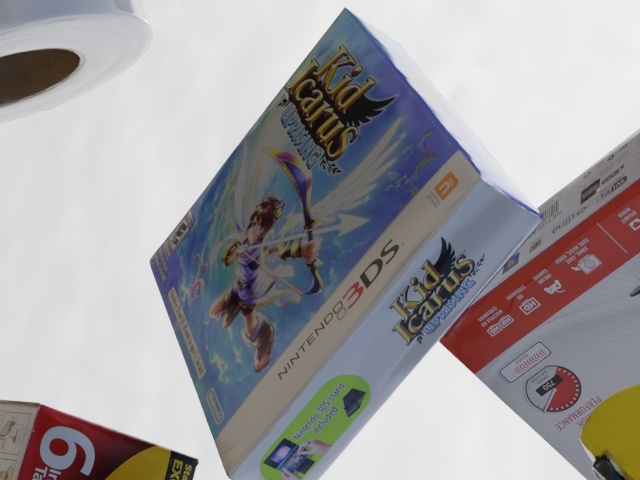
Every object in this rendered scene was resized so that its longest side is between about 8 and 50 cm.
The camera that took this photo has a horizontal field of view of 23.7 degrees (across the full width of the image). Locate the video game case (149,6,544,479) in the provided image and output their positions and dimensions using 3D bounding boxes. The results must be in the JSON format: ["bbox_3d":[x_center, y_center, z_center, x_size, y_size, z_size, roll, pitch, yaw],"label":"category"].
[{"bbox_3d":[0.000,0.000,1.016,0.244,0.061,0.269,-50,-148,13],"label":"video game case"}]

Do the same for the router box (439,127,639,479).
[{"bbox_3d":[0.305,0.052,1.078,0.335,0.301,0.082,-41,-165,27],"label":"router box"}]

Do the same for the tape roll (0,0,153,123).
[{"bbox_3d":[-0.270,-0.200,1.187,0.246,0.246,0.169,-35,-108,61],"label":"tape roll"}]

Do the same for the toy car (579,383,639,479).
[{"bbox_3d":[0.257,0.185,0.783,0.053,0.225,0.239,68,16,-66],"label":"toy car"}]

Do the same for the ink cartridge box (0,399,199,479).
[{"bbox_3d":[-0.241,0.338,1.482,0.130,0.272,0.309,-3,-112,46],"label":"ink cartridge box"}]
